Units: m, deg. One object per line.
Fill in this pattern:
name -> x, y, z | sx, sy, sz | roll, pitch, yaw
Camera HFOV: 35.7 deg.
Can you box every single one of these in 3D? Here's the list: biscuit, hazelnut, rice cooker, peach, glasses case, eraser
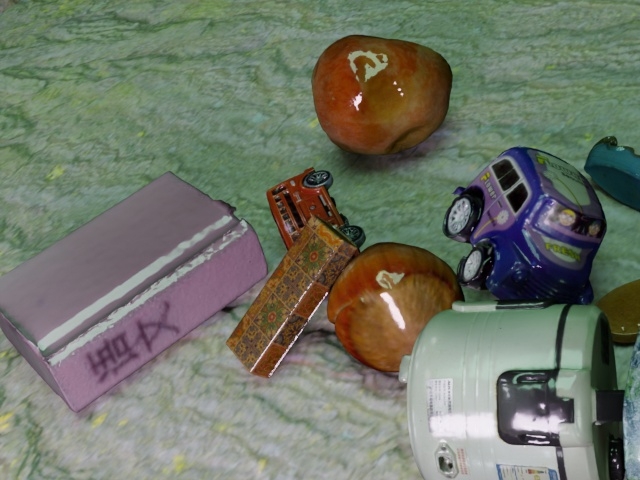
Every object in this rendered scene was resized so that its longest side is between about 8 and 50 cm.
biscuit -> 0.415, 0.093, 1.249 | 0.140, 0.023, 0.118 | -18, 37, -1
hazelnut -> 0.095, 0.076, 1.276 | 0.182, 0.182, 0.182 | -12, 37, 9
rice cooker -> 0.221, 0.172, 1.062 | 0.244, 0.226, 0.226 | 0, 40, 25
peach -> 0.106, -0.248, 1.671 | 0.235, 0.214, 0.214 | -8, 37, 2
glasses case -> -0.038, 0.077, 1.343 | 0.218, 0.049, 0.075 | -56, 46, 8
eraser -> -0.294, 0.065, 1.507 | 0.359, 0.122, 0.272 | -35, 38, -23

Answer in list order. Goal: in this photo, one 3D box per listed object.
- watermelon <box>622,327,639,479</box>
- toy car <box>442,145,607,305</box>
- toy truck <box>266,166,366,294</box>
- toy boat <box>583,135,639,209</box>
watermelon -> 0.429, 0.143, 1.009 | 0.148, 0.226, 0.318 | 5, 45, 41
toy car -> 0.276, -0.009, 1.271 | 0.172, 0.158, 0.235 | 21, 36, -21
toy truck -> 0.000, 0.000, 1.472 | 0.114, 0.107, 0.253 | -21, 35, -2
toy boat -> 0.457, -0.100, 1.433 | 0.077, 0.075, 0.185 | -35, 36, -16
